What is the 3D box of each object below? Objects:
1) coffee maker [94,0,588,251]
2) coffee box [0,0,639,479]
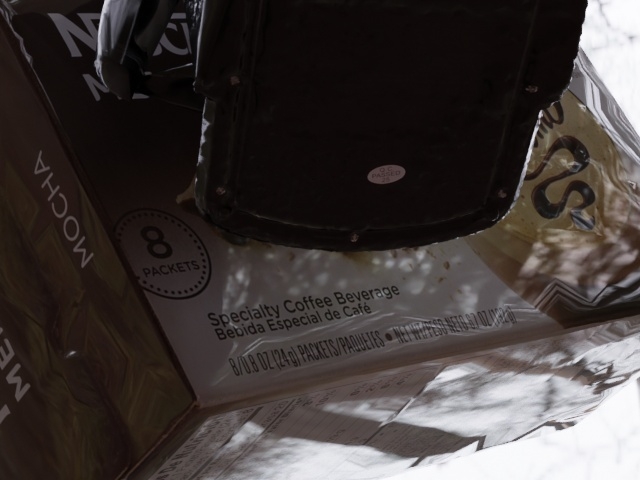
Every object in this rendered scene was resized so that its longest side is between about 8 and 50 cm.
[{"bbox_3d":[0.014,-0.113,0.501,0.120,0.178,0.171,19,-56,-27],"label":"coffee maker"},{"bbox_3d":[0.000,0.000,0.652,0.119,0.297,0.168,-47,-118,39],"label":"coffee box"}]
